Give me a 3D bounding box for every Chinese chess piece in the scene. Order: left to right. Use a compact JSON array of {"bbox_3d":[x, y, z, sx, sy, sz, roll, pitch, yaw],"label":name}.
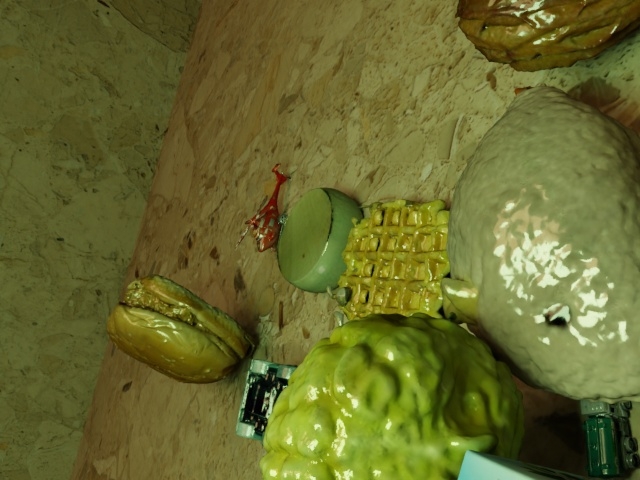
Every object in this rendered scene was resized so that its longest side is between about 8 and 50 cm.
[{"bbox_3d":[0.000,0.000,1.235,0.188,0.083,0.188,-37,43,44],"label":"Chinese chess piece"}]

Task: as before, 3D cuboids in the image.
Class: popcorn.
[{"bbox_3d":[0.065,0.174,0.635,0.237,0.206,0.251,-51,-6,-7],"label":"popcorn"}]

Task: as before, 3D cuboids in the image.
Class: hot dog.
[{"bbox_3d":[0.293,-0.371,0.772,0.267,0.174,0.388,27,100,53],"label":"hot dog"}]

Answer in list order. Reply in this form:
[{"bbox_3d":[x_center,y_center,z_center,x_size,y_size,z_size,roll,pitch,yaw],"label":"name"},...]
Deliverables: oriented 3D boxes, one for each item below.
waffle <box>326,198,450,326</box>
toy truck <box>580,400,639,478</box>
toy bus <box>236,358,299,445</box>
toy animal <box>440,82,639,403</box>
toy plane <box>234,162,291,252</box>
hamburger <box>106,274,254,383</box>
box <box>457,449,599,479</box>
[{"bbox_3d":[0.111,0.044,1.020,0.262,0.060,0.281,-50,35,31],"label":"waffle"},{"bbox_3d":[0.266,0.180,0.651,0.039,0.044,0.083,-28,49,50],"label":"toy truck"},{"bbox_3d":[-0.024,0.253,1.043,0.256,0.147,0.128,-14,62,65],"label":"toy bus"},{"bbox_3d":[0.222,-0.004,0.690,0.226,0.188,0.358,-37,42,41],"label":"toy animal"},{"bbox_3d":[-0.110,-0.063,1.494,0.126,0.077,0.194,-42,31,39],"label":"toy plane"},{"bbox_3d":[-0.284,0.192,1.417,0.318,0.318,0.158,-14,46,60],"label":"hamburger"},{"bbox_3d":[0.221,0.225,0.494,0.142,0.232,0.083,1,74,63],"label":"box"}]
